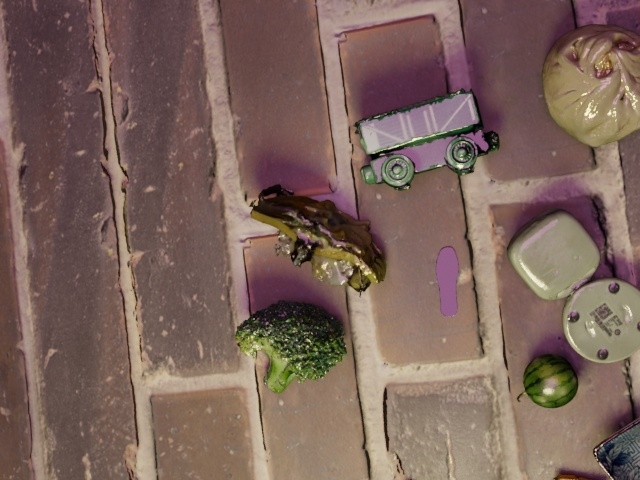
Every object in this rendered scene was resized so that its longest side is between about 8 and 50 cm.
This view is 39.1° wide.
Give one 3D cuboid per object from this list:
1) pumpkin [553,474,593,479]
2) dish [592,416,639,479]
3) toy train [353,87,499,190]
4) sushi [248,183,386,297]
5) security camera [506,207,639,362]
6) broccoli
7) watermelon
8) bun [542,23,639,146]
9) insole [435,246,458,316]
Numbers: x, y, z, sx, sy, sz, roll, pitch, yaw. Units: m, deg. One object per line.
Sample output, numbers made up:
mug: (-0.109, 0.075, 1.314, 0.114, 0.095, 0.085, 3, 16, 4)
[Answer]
pumpkin: (0.466, 0.467, 1.652, 0.101, 0.035, 0.073, 8, 101, 12)
dish: (0.621, 0.414, 1.586, 0.182, 0.080, 0.243, -37, 83, 12)
toy train: (0.197, -0.186, 1.701, 0.269, 0.115, 0.154, -14, 90, 15)
sushi: (0.003, -0.006, 1.753, 0.291, 0.139, 0.131, 30, 115, 15)
security camera: (0.472, 0.085, 1.643, 0.157, 0.080, 0.301, -39, 89, 8)
broccoli: (-0.064, 0.220, 1.746, 0.220, 0.194, 0.194, 18, 93, -9)
watermelon: (0.414, 0.258, 1.640, 0.109, 0.109, 0.109, -1, 88, 15)
bun: (0.509, -0.289, 1.615, 0.231, 0.133, 0.231, -1, 85, 15)
insole: (0.246, 0.080, 1.736, 0.045, 0.002, 0.135, -4, 87, 16)
